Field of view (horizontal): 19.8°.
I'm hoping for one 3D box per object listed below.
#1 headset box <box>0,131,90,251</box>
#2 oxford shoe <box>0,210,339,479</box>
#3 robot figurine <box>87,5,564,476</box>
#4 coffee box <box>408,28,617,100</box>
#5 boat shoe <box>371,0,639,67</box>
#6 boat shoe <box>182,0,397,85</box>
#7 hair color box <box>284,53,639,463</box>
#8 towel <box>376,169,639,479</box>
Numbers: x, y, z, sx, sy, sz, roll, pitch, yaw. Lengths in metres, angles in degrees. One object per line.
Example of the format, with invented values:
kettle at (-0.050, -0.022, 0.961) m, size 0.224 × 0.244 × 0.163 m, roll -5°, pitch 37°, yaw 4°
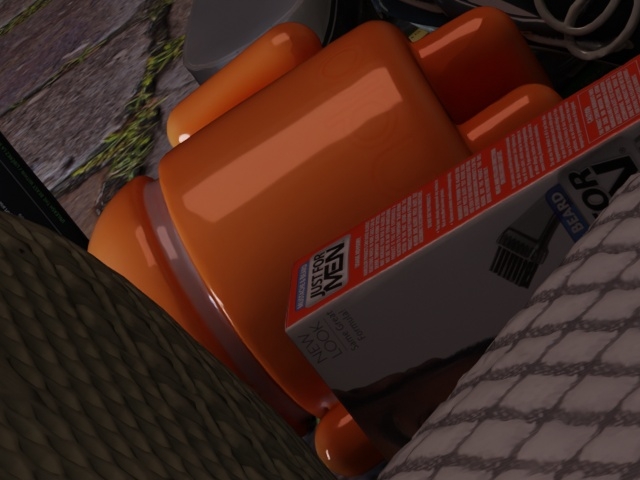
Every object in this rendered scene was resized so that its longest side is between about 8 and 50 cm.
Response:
headset box at (-0.264, 0.044, 0.890) m, size 0.283 × 0.246 × 0.131 m, roll -43°, pitch 21°, yaw -12°
oxford shoe at (-0.095, 0.078, 0.461) m, size 0.130 × 0.169 × 0.449 m, roll -52°, pitch -14°, yaw 7°
robot figurine at (-0.001, -0.001, 0.722) m, size 0.219 × 0.158 × 0.128 m, roll -33°, pitch 6°, yaw 8°
coffee box at (0.105, -0.093, 0.874) m, size 0.113 × 0.040 × 0.184 m, roll -41°, pitch 21°, yaw -11°
boat shoe at (0.117, -0.117, 0.732) m, size 0.254 × 0.079 × 0.095 m, roll 15°, pitch 94°, yaw 34°
boat shoe at (-0.004, -0.146, 1.080) m, size 0.113 × 0.105 × 0.306 m, roll -26°, pitch 29°, yaw 16°
hair color box at (0.082, 0.012, 0.610) m, size 0.167 × 0.093 × 0.053 m, roll -31°, pitch 21°, yaw 18°
towel at (0.145, 0.064, 0.359) m, size 0.283 × 0.121 × 0.235 m, roll -6°, pitch 29°, yaw 47°
